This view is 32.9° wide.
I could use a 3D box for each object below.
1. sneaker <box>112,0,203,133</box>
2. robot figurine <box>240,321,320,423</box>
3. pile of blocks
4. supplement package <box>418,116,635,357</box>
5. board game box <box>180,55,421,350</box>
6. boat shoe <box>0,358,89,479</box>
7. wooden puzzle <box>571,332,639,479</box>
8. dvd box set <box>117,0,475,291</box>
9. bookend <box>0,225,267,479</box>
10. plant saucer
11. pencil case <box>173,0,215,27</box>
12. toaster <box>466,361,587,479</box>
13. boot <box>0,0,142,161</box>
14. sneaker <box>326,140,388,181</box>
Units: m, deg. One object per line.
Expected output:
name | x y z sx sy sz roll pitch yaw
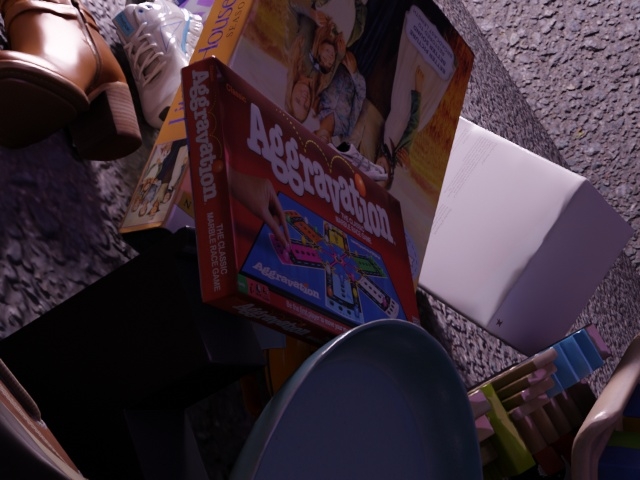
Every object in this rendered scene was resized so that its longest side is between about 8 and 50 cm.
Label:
sneaker | -0.153 -0.167 0.973 0.083 0.071 0.190 36 23 -32
robot figurine | 0.016 0.146 0.823 0.211 0.085 0.290 -3 80 -60
pile of blocks | 0.209 0.176 1.053 0.362 0.149 0.112 -20 77 -44
supplement package | 0.206 0.000 1.245 0.203 0.194 0.149 35 1 43
board game box | 0.000 0.000 0.715 0.281 0.027 0.145 30 46 -59
boat shoe | -0.194 0.094 0.505 0.324 0.123 0.120 50 -14 5
wooden puzzle | 0.319 0.294 1.114 0.322 0.081 0.347 -24 118 -64
dvd box set | 0.006 -0.102 0.996 0.307 0.062 0.420 43 52 -37
bookend | -0.093 0.098 0.634 0.072 0.157 0.156 15 48 -60
plant saucer | 0.019 0.206 0.676 0.318 0.044 0.317 -6 97 -57
pencil case | -0.077 -0.157 1.081 0.086 0.088 0.206 3 60 -62
toaster | 0.256 0.234 1.271 0.186 0.110 0.168 14 51 -60
boot | -0.213 -0.144 0.799 0.152 0.073 0.197 67 11 13
sneaker | 0.030 -0.068 0.943 0.083 0.032 0.036 1 82 -51
